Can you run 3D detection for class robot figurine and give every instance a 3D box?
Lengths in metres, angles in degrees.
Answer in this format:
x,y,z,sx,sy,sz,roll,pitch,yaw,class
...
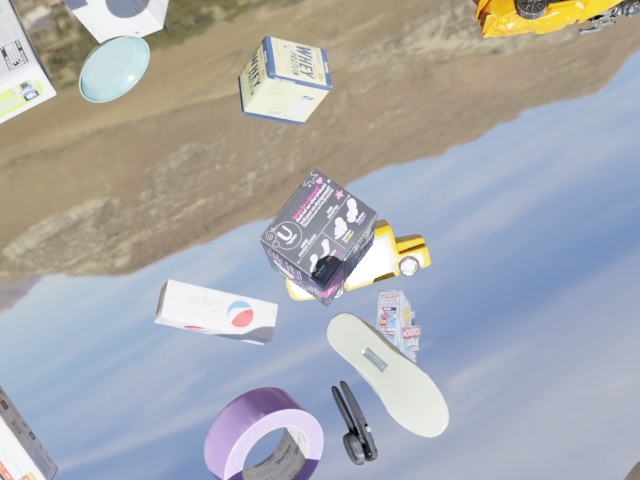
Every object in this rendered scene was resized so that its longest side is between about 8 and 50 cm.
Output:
x,y,z,sx,sy,sz,roll,pitch,yaw,class
0.363,-0.368,1.189,0.291,0.085,0.211,-13,156,-9,robot figurine

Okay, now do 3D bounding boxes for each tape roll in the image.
x,y,z,sx,sy,sz,roll,pitch,yaw,class
-0.094,0.348,1.465,0.189,0.189,0.080,-28,-145,-21,tape roll

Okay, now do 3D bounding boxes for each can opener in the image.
x,y,z,sx,sy,sz,roll,pitch,yaw,class
0.074,0.390,1.877,0.059,0.186,0.073,-25,157,18,can opener

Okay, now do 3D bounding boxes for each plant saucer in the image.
x,y,z,sx,sy,sz,roll,pitch,yaw,class
-0.302,-0.252,1.258,0.119,0.021,0.119,-38,160,-17,plant saucer

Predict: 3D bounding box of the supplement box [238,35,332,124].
x,y,z,sx,sy,sz,roll,pitch,yaw,class
-0.043,-0.189,1.041,0.083,0.056,0.083,6,150,-28,supplement box

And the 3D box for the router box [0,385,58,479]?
x,y,z,sx,sy,sz,roll,pitch,yaw,class
-0.662,0.339,1.446,0.301,0.335,0.082,-33,-174,-1,router box

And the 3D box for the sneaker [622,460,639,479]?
x,y,z,sx,sy,sz,roll,pitch,yaw,class
0.589,0.494,1.553,0.256,0.151,0.094,107,7,-50,sneaker

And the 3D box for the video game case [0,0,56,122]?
x,y,z,sx,sy,sz,roll,pitch,yaw,class
-0.540,-0.246,1.279,0.244,0.061,0.269,-29,-131,-7,video game case

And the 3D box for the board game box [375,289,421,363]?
x,y,z,sx,sy,sz,roll,pitch,yaw,class
0.177,0.207,1.955,0.060,0.194,0.194,-2,177,27,board game box

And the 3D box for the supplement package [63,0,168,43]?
x,y,z,sx,sy,sz,roll,pitch,yaw,class
-0.434,-0.558,1.749,0.145,0.262,0.204,-15,-130,23,supplement package

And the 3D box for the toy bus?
x,y,z,sx,sy,sz,roll,pitch,yaw,class
0.078,0.044,2.018,0.333,0.130,0.108,-17,-168,0,toy bus

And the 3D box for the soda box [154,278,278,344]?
x,y,z,sx,sy,sz,roll,pitch,yaw,class
-0.193,0.136,1.628,0.216,0.074,0.069,15,160,-18,soda box

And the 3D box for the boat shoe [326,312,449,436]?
x,y,z,sx,sy,sz,roll,pitch,yaw,class
0.105,0.191,1.283,0.079,0.227,0.081,-48,165,9,boat shoe

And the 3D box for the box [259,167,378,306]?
x,y,z,sx,sy,sz,roll,pitch,yaw,class
0.000,0.000,1.560,0.163,0.142,0.247,-53,172,-9,box
